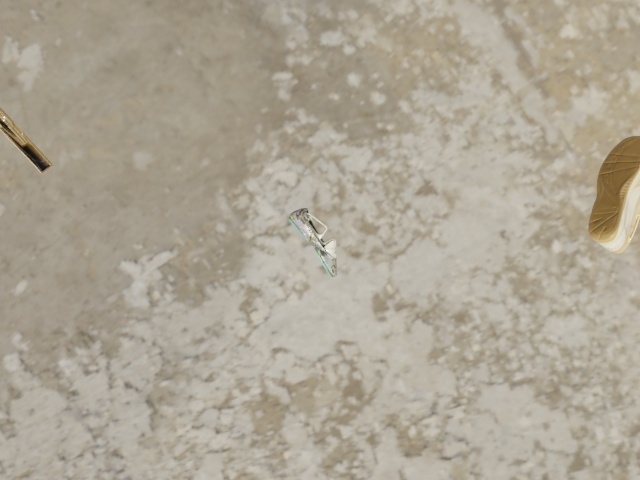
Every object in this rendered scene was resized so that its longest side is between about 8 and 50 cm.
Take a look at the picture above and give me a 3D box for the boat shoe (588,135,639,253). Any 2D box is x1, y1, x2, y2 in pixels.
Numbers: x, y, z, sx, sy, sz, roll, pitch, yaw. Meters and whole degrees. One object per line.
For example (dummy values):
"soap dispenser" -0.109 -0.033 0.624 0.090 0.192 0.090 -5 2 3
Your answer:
"boat shoe" 0.405 -0.060 1.454 0.059 0.063 0.170 42 64 -38

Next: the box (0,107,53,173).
"box" -0.433 -0.177 1.415 0.021 0.201 0.164 -43 127 -8

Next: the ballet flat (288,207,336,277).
"ballet flat" 0.000 0.000 1.591 0.041 0.041 0.114 -39 96 -35
